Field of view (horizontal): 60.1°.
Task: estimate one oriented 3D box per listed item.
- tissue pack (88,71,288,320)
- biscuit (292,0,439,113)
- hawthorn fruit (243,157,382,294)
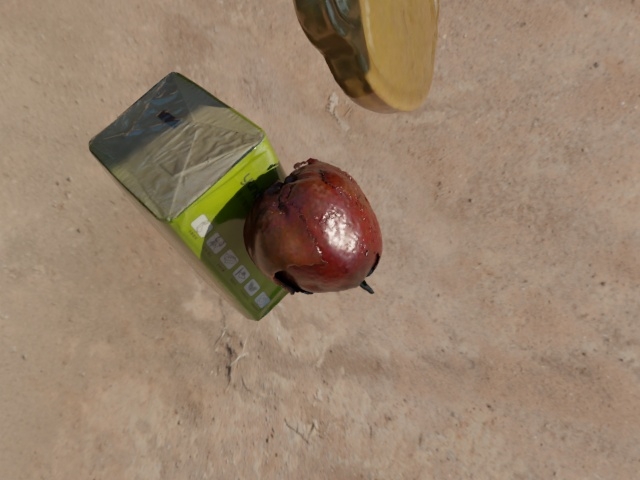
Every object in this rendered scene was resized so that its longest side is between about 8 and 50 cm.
[{"bbox_3d":[-0.138,-0.049,0.747,0.167,0.275,0.200,-44,58,-13],"label":"tissue pack"},{"bbox_3d":[0.050,-0.302,0.568,0.057,0.312,0.352,-6,113,30],"label":"biscuit"},{"bbox_3d":[0.000,0.000,0.621,0.148,0.148,0.172,-44,105,-8],"label":"hawthorn fruit"}]
